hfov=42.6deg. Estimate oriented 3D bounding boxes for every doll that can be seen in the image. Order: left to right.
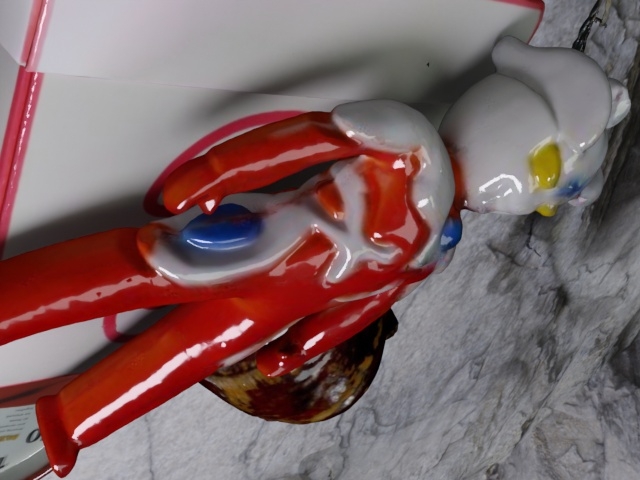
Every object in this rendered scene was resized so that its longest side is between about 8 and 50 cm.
[{"bbox_3d":[0.000,0.000,0.449,0.384,0.099,0.188,-29,146,-6],"label":"doll"}]

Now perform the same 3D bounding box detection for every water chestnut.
[{"bbox_3d":[-0.032,0.042,0.836,0.244,0.289,0.289,-9,137,-10],"label":"water chestnut"}]

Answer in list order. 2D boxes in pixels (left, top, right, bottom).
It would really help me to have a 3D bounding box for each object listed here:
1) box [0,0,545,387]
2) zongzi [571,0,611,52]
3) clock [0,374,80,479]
[{"bbox_3d":[-0.112,-0.123,0.554,0.312,0.314,0.300,-5,133,-39],"label":"box"},{"bbox_3d":[0.329,-0.361,0.727,0.447,0.181,0.418,-56,-179,20],"label":"zongzi"},{"bbox_3d":[-0.359,0.167,0.827,0.318,0.080,0.318,-26,146,-19],"label":"clock"}]
